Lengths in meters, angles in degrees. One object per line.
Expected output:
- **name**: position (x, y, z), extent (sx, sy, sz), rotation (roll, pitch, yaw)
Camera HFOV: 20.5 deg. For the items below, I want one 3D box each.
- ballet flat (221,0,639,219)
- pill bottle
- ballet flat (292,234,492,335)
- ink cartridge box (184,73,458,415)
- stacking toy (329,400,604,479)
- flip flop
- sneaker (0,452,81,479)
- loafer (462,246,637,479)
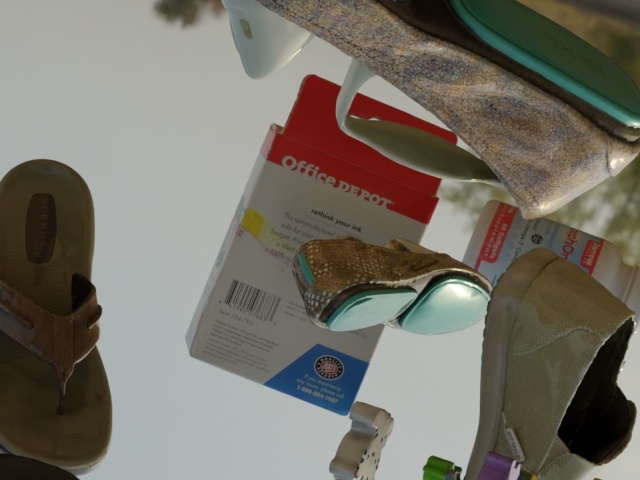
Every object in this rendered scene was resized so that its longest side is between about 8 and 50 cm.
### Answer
- **ballet flat**: position (0.024, -0.105, 0.872), extent (0.316, 0.106, 0.108), rotation (34, -150, -21)
- **pill bottle**: position (0.206, 0.030, 1.543), extent (0.160, 0.087, 0.087), rotation (20, -173, 8)
- **ballet flat**: position (0.052, 0.025, 1.239), extent (0.206, 0.073, 0.067), rotation (10, -139, -57)
- **ink cartridge box**: position (0.000, 0.000, 1.355), extent (0.134, 0.231, 0.078), rotation (22, -175, -9)
- **stacking toy**: position (0.116, 0.166, 1.088), extent (0.167, 0.052, 0.221), rotation (16, 169, 24)
- **flip flop**: position (-0.213, 0.051, 1.382), extent (0.112, 0.277, 0.080), rotation (6, 151, -16)
- **sneaker**: position (-0.145, 0.241, 1.132), extent (0.270, 0.145, 0.090), rotation (17, -151, 23)
- **loafer**: position (0.156, 0.139, 1.179), extent (0.092, 0.269, 0.102), rotation (20, -145, 36)
